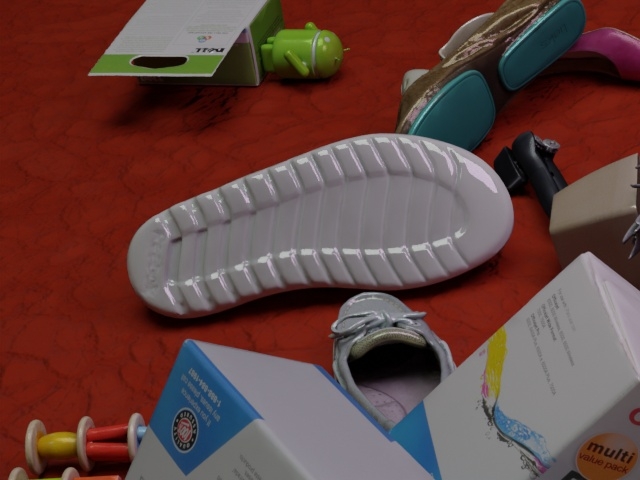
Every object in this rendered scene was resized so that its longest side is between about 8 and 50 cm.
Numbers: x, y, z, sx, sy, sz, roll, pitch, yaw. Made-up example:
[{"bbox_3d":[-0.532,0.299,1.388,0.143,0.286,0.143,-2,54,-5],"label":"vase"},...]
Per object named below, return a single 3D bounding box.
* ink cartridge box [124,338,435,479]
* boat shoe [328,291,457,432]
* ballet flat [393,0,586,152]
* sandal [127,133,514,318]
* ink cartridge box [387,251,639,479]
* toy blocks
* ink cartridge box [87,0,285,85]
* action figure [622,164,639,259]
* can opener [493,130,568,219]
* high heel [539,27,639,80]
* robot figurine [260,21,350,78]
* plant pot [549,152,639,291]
[{"bbox_3d":[-0.057,0.259,1.037,0.129,0.307,0.223,14,16,-37],"label":"ink cartridge box"},{"bbox_3d":[0.073,0.128,1.388,0.118,0.103,0.320,-10,29,0],"label":"boat shoe"},{"bbox_3d":[0.178,-0.201,1.829,0.342,0.116,0.124,-45,42,-20],"label":"ballet flat"},{"bbox_3d":[-0.002,-0.015,1.626,0.416,0.169,0.102,-8,-7,3],"label":"sandal"},{"bbox_3d":[0.195,0.167,1.141,0.233,0.171,0.168,-46,25,21],"label":"ink cartridge box"},{"bbox_3d":[-0.203,0.210,1.388,0.148,0.054,0.123,-4,33,8],"label":"toy blocks"},{"bbox_3d":[-0.178,-0.251,2.050,0.189,0.097,0.255,3,37,19],"label":"ink cartridge box"},{"bbox_3d":[0.411,0.004,1.411,0.185,0.099,0.285,-38,60,-23],"label":"action figure"},{"bbox_3d":[0.255,-0.062,1.691,0.059,0.073,0.186,20,25,-28],"label":"can opener"},{"bbox_3d":[0.319,-0.218,1.906,0.244,0.082,0.117,25,77,23],"label":"high heel"},{"bbox_3d":[-0.021,-0.252,2.031,0.115,0.067,0.101,3,31,20],"label":"robot figurine"},{"bbox_3d":[0.293,-0.009,1.550,0.096,0.109,0.109,-13,30,20],"label":"plant pot"}]
